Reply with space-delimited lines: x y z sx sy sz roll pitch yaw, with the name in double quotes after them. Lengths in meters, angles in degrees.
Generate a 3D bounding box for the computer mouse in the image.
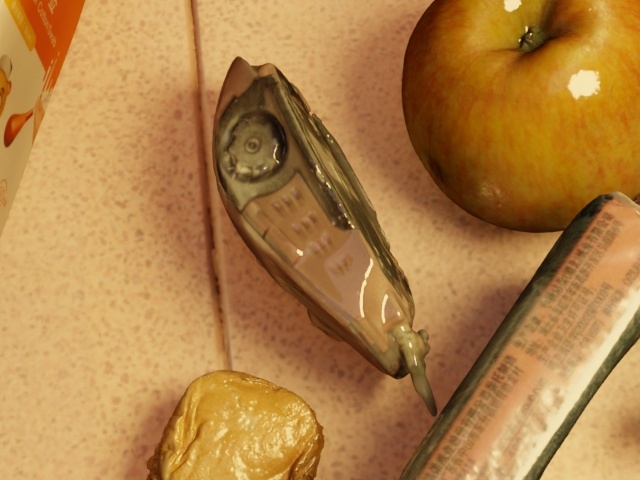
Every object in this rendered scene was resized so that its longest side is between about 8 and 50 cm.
-0.006 0.002 1.140 0.115 0.199 0.389 -31 71 12 "computer mouse"

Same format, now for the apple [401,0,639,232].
0.201 -0.141 1.142 0.264 0.264 0.264 0 71 1 "apple"

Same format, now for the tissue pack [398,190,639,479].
0.174 0.134 1.055 0.103 0.228 0.315 34 75 12 "tissue pack"

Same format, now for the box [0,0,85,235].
-0.340 -0.198 1.186 0.143 0.225 0.341 14 72 4 "box"

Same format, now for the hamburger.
-0.075 0.192 1.119 0.147 0.083 0.138 17 68 5 "hamburger"
